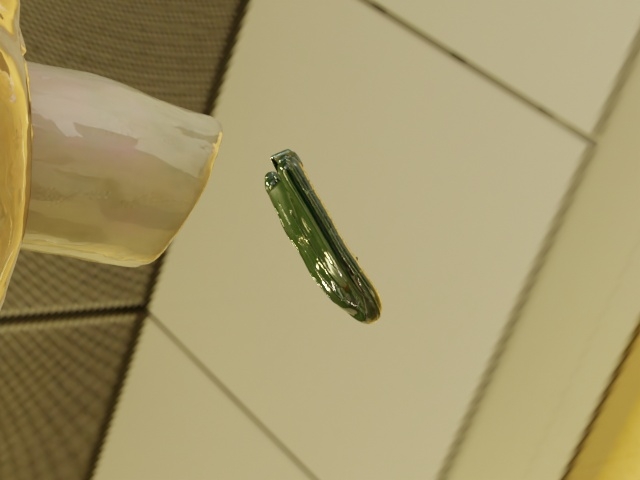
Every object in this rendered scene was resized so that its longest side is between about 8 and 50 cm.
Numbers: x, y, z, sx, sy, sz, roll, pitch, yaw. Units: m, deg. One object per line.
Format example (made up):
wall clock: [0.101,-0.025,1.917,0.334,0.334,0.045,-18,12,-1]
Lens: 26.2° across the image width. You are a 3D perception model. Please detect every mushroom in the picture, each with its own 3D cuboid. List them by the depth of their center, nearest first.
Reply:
mushroom: [-0.262,-0.044,0.787,0.353,0.353,0.325,80,-152,-45]

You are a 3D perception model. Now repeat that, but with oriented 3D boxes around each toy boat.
toy boat: [0.000,0.000,1.467,0.052,0.210,0.104,-30,-4,-20]
